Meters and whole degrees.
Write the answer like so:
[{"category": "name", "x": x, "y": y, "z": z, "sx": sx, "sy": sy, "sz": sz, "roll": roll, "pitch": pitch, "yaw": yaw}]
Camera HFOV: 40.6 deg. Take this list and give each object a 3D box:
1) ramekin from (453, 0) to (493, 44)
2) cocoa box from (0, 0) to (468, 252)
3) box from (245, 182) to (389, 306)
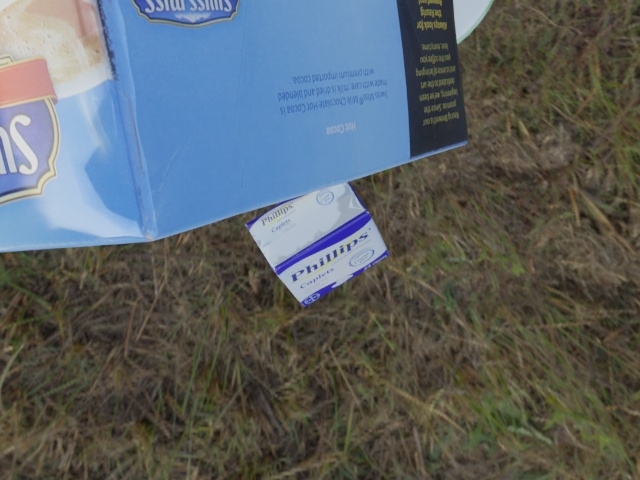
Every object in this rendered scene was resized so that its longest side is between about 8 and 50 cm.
[{"category": "ramekin", "x": 0.072, "y": -0.347, "z": 1.022, "sx": 0.303, "sy": 0.148, "sz": 0.304, "roll": -6, "pitch": 108, "yaw": -18}, {"category": "cocoa box", "x": -0.087, "y": -0.135, "z": 0.532, "sx": 0.231, "sy": 0.347, "sz": 0.228, "roll": -3, "pitch": 101, "yaw": 34}, {"category": "box", "x": 0.000, "y": 0.000, "z": 1.008, "sx": 0.126, "sy": 0.072, "sz": 0.137, "roll": -32, "pitch": 153, "yaw": 1}]
